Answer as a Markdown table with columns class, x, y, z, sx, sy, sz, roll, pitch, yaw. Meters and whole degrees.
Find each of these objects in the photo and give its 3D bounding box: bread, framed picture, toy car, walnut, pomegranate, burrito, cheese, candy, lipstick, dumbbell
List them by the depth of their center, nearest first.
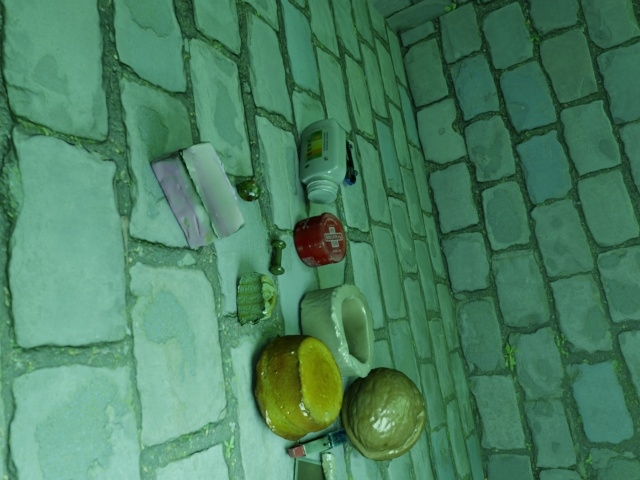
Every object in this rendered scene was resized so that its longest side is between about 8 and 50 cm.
| class | x | y | z | sx | sy | sz | roll | pitch | yaw |
| --- | --- | --- | --- | --- | --- | --- | --- | --- | --- |
| candy | -0.318 | -0.124 | 1.346 | 0.264 | 0.116 | 0.155 | 67 | 29 | -14 |
| bread | -0.182 | 0.179 | 1.479 | 0.110 | 0.103 | 0.156 | 39 | 49 | -64 |
| bread | -0.058 | 0.430 | 1.491 | 0.312 | 0.173 | 0.311 | 35 | 46 | -47 |
| framed picture | -0.032 | 0.754 | 1.553 | 0.183 | 0.011 | 0.141 | 41 | 44 | -47 |
| pomegranate | -0.217 | -0.159 | 1.576 | 0.073 | 0.085 | 0.073 | 30 | 48 | -40 |
| lipstick | -0.011 | 0.649 | 1.593 | 0.312 | 0.051 | 0.051 | 17 | 54 | -58 |
| burrito | 0.032 | 0.755 | 1.611 | 0.055 | 0.041 | 0.149 | 30 | 50 | -71 |
| dumbbell | -0.140 | 0.056 | 1.654 | 0.052 | 0.046 | 0.117 | 45 | 40 | -51 |
| cheese | 0.065 | 0.328 | 1.783 | 0.292 | 0.153 | 0.331 | 10 | 66 | -59 |
| walnut | 0.221 | 0.619 | 1.792 | 0.333 | 0.333 | 0.332 | 35 | 48 | -50 |
| toy car | 0.112 | -0.354 | 2.280 | 0.103 | 0.063 | 0.216 | -22 | 102 | -61 |

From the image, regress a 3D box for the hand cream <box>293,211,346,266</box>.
| class | x | y | z | sx | sy | sz | roll | pitch | yaw |
| --- | --- | --- | --- | --- | --- | --- | --- | --- | --- |
| hand cream | 0.000 | 0.000 | 1.847 | 0.193 | 0.126 | 0.193 | 37 | 46 | -50 |

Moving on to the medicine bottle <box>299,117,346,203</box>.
| class | x | y | z | sx | sy | sz | roll | pitch | yaw |
| --- | --- | --- | --- | --- | --- | --- | --- | --- | --- |
| medicine bottle | 0.009 | -0.304 | 1.948 | 0.124 | 0.179 | 0.323 | 35 | 49 | -51 |
